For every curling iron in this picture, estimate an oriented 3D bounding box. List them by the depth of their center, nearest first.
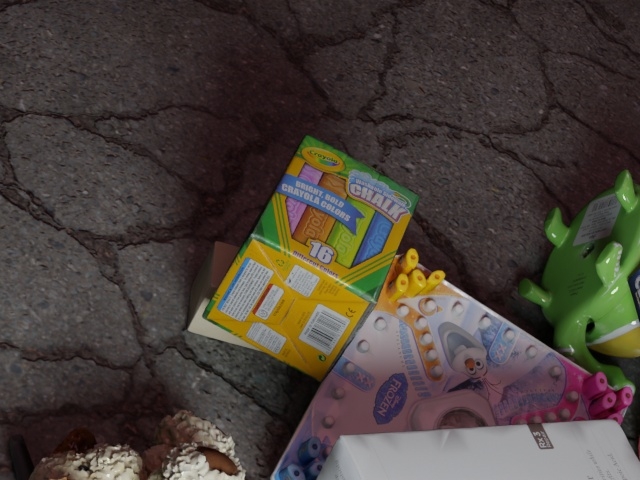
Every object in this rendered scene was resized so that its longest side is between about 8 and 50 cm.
[{"bbox_3d":[-0.308,0.337,1.724,0.068,0.035,0.274,12,37,-49],"label":"curling iron"}]

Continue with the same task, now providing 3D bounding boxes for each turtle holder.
[{"bbox_3d":[0.458,0.076,2.242,0.227,0.243,0.320,35,33,-20],"label":"turtle holder"}]

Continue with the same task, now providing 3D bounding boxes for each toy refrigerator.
[{"bbox_3d":[-0.036,0.094,2.047,0.270,0.102,0.094,16,45,-15],"label":"toy refrigerator"}]

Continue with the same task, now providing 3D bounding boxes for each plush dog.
[{"bbox_3d":[-0.220,0.298,1.699,0.225,0.210,0.262,15,3,-8],"label":"plush dog"}]

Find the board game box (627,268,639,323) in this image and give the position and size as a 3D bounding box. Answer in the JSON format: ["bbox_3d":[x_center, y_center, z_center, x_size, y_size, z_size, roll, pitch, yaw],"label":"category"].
[{"bbox_3d":[0.557,0.132,2.111,0.243,0.042,0.165,11,51,-26],"label":"board game box"}]

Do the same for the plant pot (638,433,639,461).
[{"bbox_3d":[0.579,0.296,2.138,0.174,0.191,0.191,-7,55,-37],"label":"plant pot"}]

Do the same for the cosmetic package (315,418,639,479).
[{"bbox_3d":[0.194,0.331,1.674,0.385,0.156,0.217,1,43,-31],"label":"cosmetic package"}]

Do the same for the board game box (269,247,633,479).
[{"bbox_3d":[0.186,0.255,1.960,0.390,0.050,0.390,33,59,-4],"label":"board game box"}]

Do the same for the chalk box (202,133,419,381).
[{"bbox_3d":[0.000,0.000,1.950,0.179,0.180,0.289,28,42,-3],"label":"chalk box"}]
